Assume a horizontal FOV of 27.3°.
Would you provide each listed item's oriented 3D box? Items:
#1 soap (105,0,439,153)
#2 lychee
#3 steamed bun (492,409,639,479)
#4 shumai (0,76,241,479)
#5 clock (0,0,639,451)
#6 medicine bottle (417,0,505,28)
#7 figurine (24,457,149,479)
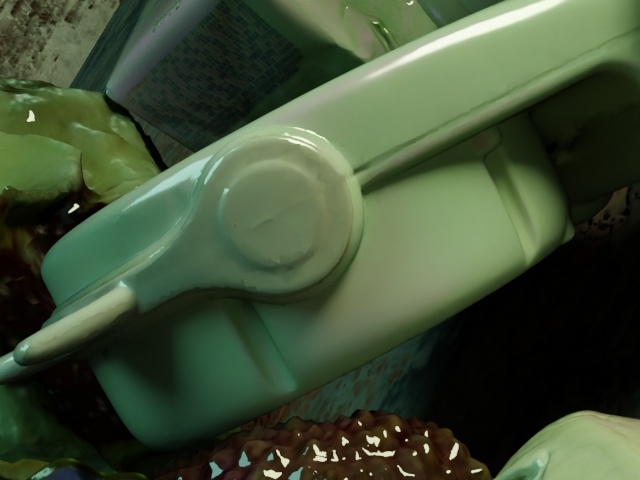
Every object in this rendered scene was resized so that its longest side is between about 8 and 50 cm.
[{"bbox_3d":[-0.034,-0.151,1.026,0.199,0.182,0.138,-35,30,44],"label":"soap"},{"bbox_3d":[-0.005,0.166,0.533,0.188,0.188,0.188,-46,24,27],"label":"lychee"},{"bbox_3d":[0.103,0.137,0.359,0.170,0.153,0.239,-58,18,2],"label":"steamed bun"},{"bbox_3d":[-0.202,0.070,0.979,0.348,0.395,0.395,18,76,47],"label":"shumai"},{"bbox_3d":[0.000,0.000,0.616,0.324,0.108,0.265,-28,1,-23],"label":"clock"},{"bbox_3d":[0.164,-0.219,0.779,0.252,0.114,0.114,-39,28,40],"label":"medicine bottle"},{"bbox_3d":[-0.145,0.216,0.708,0.263,0.189,0.142,100,151,-51],"label":"figurine"}]
